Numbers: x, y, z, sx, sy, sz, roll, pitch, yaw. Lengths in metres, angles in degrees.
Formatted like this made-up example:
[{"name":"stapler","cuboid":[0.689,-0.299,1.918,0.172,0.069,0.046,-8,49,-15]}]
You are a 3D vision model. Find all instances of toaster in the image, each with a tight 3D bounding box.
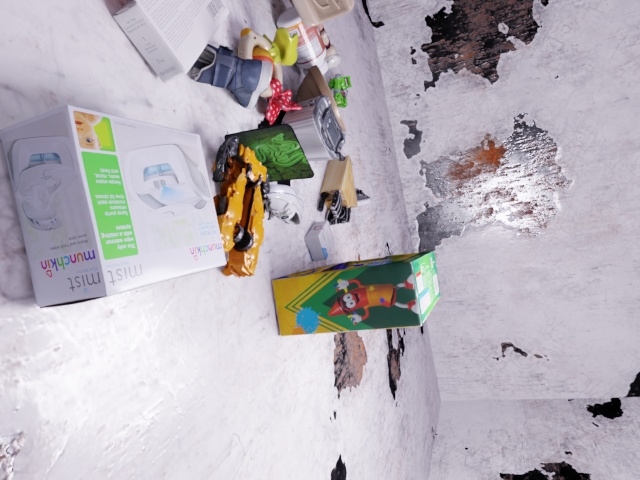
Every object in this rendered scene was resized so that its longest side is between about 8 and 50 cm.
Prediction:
[{"name":"toaster","cuboid":[-0.020,-0.337,1.366,0.227,0.146,0.129,58,42,-44]}]

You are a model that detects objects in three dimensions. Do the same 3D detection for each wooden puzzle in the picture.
[{"name":"wooden puzzle","cuboid":[-0.047,-0.840,1.353,0.322,0.080,0.348,60,39,-19]}]

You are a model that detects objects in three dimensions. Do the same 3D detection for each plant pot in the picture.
[{"name":"plant pot","cuboid":[-0.011,-0.455,1.466,0.237,0.109,0.237,63,7,-13]}]

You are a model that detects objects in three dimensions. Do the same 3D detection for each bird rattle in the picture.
[{"name":"bird rattle","cuboid":[-0.155,-0.462,1.198,0.207,0.143,0.254,12,83,-55]}]

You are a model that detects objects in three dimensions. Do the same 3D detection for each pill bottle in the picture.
[{"name":"pill bottle","cuboid":[-0.053,-0.669,1.479,0.216,0.121,0.121,58,31,-45]}]

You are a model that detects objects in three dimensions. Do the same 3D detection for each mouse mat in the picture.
[{"name":"mouse mat","cuboid":[-0.120,-0.197,1.017,0.153,0.189,0.007,61,38,-39]}]

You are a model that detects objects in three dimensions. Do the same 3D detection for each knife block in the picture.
[{"name":"knife block","cuboid":[0.055,-0.189,1.596,0.242,0.088,0.276,3,79,-69]}]

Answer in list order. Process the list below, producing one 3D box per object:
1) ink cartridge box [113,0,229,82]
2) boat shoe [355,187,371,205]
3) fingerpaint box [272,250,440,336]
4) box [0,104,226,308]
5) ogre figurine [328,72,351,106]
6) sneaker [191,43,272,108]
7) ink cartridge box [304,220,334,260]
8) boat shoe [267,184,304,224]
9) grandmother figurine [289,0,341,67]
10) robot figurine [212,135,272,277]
[{"name":"ink cartridge box","cuboid":[-0.307,-0.495,0.834,0.261,0.066,0.296,57,31,-39]},{"name":"boat shoe","cuboid":[0.160,-0.189,1.892,0.228,0.080,0.076,-23,104,-61]},{"name":"fingerpaint box","cuboid":[0.129,0.137,1.258,0.444,0.370,0.163,-5,86,-68]},{"name":"box","cuboid":[-0.280,-0.045,0.637,0.262,0.126,0.231,-13,92,-70]},{"name":"ogre figurine","cuboid":[0.086,-0.640,1.862,0.197,0.096,0.118,-11,104,-58]},{"name":"sneaker","cuboid":[-0.213,-0.373,1.001,0.226,0.163,0.086,178,-83,-71]},{"name":"ink cartridge box","cuboid":[0.000,0.000,1.427,0.122,0.052,0.089,-58,135,-58]},{"name":"boat shoe","cuboid":[-0.093,-0.092,1.183,0.226,0.083,0.076,20,62,-67]},{"name":"grandmother figurine","cuboid":[-0.017,-0.766,1.573,0.342,0.104,0.208,50,15,-50]},{"name":"robot figurine","cuboid":[-0.185,-0.079,0.945,0.211,0.085,0.291,50,37,-54]}]
